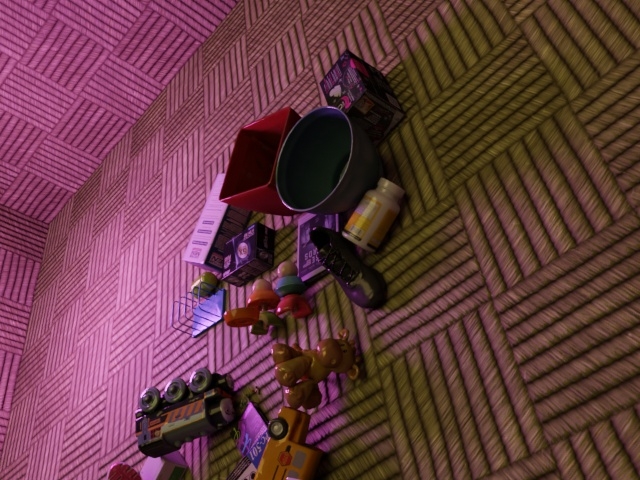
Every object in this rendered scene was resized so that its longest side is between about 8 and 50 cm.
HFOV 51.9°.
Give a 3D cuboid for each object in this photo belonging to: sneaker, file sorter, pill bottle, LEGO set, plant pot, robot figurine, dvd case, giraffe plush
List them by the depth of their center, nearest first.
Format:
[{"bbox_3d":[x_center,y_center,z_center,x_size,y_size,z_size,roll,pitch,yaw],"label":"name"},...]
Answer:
[{"bbox_3d":[0.005,0.301,1.606,0.171,0.210,0.181,-27,81,19],"label":"giraffe plush"},{"bbox_3d":[0.056,0.067,1.696,0.109,0.130,0.286,-50,48,10],"label":"sneaker"},{"bbox_3d":[0.143,-0.067,1.719,0.184,0.103,0.103,-59,35,3],"label":"pill bottle"},{"bbox_3d":[0.047,-0.194,1.803,0.293,0.196,0.292,-20,61,42],"label":"plant pot"},{"bbox_3d":[-0.208,0.449,1.876,0.054,0.023,0.083,30,92,55],"label":"LEGO set"},{"bbox_3d":[0.000,0.000,1.920,0.179,0.030,0.238,-31,44,37],"label":"dvd case"},{"bbox_3d":[-0.558,0.762,1.947,0.103,0.252,0.111,-28,13,-23],"label":"sneaker"},{"bbox_3d":[-0.118,-0.212,2.035,0.267,0.236,0.267,-11,58,47],"label":"plant pot"},{"bbox_3d":[-0.413,0.232,2.218,0.170,0.105,0.118,-33,44,34],"label":"file sorter"},{"bbox_3d":[-0.405,0.154,2.293,0.115,0.067,0.101,-42,9,27],"label":"robot figurine"}]

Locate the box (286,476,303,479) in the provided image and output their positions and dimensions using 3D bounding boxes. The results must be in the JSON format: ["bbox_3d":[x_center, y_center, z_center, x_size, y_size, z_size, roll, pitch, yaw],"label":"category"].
[{"bbox_3d":[0.017,0.575,1.411,0.171,0.130,0.090,-12,58,48],"label":"box"}]

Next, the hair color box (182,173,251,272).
[{"bbox_3d":[-0.349,-0.064,2.339,0.174,0.105,0.347,6,71,53],"label":"hair color box"}]

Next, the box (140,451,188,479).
[{"bbox_3d":[-0.474,0.693,1.990,0.102,0.087,0.101,26,88,55],"label":"box"}]

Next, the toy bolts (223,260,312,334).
[{"bbox_3d":[-0.153,0.151,1.861,0.229,0.218,0.158,-25,62,31],"label":"toy bolts"}]

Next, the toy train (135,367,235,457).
[{"bbox_3d":[-0.397,0.507,1.936,0.334,0.142,0.190,-23,53,13],"label":"toy train"}]

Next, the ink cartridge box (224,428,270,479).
[{"bbox_3d":[-0.157,0.586,1.674,0.207,0.046,0.097,-52,57,13],"label":"ink cartridge box"}]

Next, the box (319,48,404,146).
[{"bbox_3d":[0.118,-0.418,1.942,0.142,0.163,0.247,-46,37,27],"label":"box"}]

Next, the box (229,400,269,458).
[{"bbox_3d":[-0.181,0.528,1.784,0.116,0.029,0.162,-59,37,4],"label":"box"}]

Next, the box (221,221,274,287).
[{"bbox_3d":[-0.237,0.047,2.145,0.180,0.078,0.147,-30,46,37],"label":"box"}]

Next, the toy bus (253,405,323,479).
[{"bbox_3d":[-0.091,0.565,1.541,0.130,0.108,0.332,17,78,17],"label":"toy bus"}]
